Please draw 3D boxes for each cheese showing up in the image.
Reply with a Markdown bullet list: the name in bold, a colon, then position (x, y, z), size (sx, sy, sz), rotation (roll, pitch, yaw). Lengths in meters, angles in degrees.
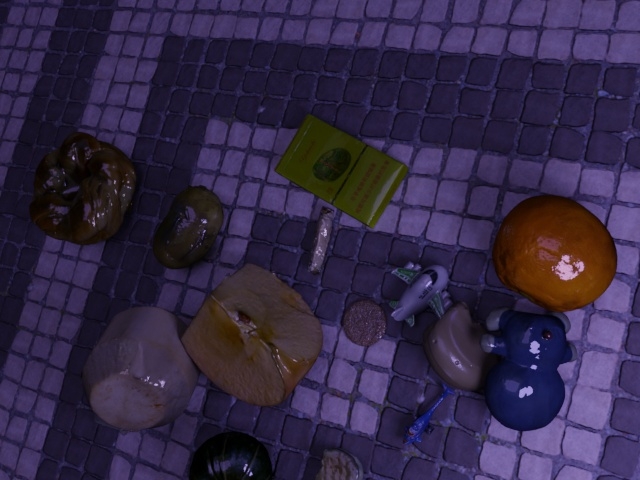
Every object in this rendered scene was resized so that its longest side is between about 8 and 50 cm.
- **cheese**: position (0.322, 0.253, 1.740), size (0.202, 0.175, 0.091), rotation (53, 137, 0)

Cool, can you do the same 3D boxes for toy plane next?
- **toy plane**: position (0.248, 0.410, 1.786), size (0.054, 0.062, 0.167), rotation (39, 85, 28)
- **toy plane**: position (0.238, 0.127, 1.849), size (0.174, 0.080, 0.174), rotation (-7, 73, 22)

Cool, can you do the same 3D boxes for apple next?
- **apple**: position (-0.160, 0.242, 1.916), size (0.309, 0.252, 0.314), rotation (41, 81, 4)

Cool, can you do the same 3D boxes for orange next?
- **orange**: position (0.503, 0.027, 1.648), size (0.261, 0.261, 0.261), rotation (-6, 75, 24)

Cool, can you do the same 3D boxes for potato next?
- **potato**: position (-0.369, -0.031, 2.139), size (0.169, 0.143, 0.248), rotation (41, 97, 38)

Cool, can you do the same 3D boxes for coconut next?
- **coconut**: position (-0.462, 0.328, 2.006), size (0.323, 0.323, 0.323), rotation (-6, 75, 24)

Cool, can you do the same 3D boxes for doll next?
- **doll**: position (0.451, 0.281, 1.663), size (0.228, 0.154, 0.258), rotation (8, 96, -11)

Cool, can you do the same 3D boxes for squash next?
- **squash**: position (-0.222, 0.577, 1.894), size (0.218, 0.218, 0.172), rotation (-44, 28, 9)

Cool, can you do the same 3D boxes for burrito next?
- **burrito**: position (0.000, 0.000, 2.017), size (0.045, 0.041, 0.186), rotation (17, 82, -14)

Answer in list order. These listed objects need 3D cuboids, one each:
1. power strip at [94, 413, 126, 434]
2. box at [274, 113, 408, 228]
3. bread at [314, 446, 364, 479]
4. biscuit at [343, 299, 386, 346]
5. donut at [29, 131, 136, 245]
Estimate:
- **power strip**: position (-0.561, 0.410, 2.175), size (0.118, 0.046, 0.270), rotation (9, 82, 27)
- **box**: position (0.050, -0.189, 2.035), size (0.335, 0.047, 0.187), rotation (32, 92, 27)
- **bread**: position (0.047, 0.615, 1.825), size (0.172, 0.064, 0.232), rotation (-33, 64, 15)
- **biscuit**: position (0.111, 0.207, 1.924), size (0.120, 0.015, 0.120), rotation (-6, 75, 25)
- **donut**: position (-0.721, -0.148, 2.323), size (0.360, 0.170, 0.360), rotation (-7, 74, 26)
